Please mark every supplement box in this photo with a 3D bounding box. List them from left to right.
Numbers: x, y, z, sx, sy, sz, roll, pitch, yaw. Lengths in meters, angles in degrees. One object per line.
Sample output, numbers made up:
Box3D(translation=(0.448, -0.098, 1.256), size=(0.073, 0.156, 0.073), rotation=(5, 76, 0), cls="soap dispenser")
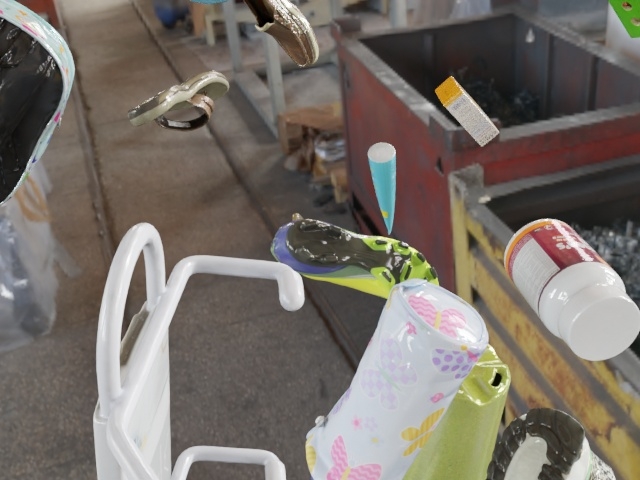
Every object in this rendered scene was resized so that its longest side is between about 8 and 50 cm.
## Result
Box3D(translation=(0.223, -0.197, 1.182), size=(0.036, 0.098, 0.062), rotation=(-40, 29, 17), cls="supplement box")

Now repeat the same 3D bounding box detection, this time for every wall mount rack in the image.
Box3D(translation=(-0.076, 0.177, 0.486), size=(0.130, 0.350, 0.304), rotation=(6, 32, 0), cls="wall mount rack")

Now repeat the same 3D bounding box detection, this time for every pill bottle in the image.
Box3D(translation=(0.354, 0.066, 1.102), size=(0.121, 0.121, 0.221), rotation=(-10, 28, -5), cls="pill bottle")

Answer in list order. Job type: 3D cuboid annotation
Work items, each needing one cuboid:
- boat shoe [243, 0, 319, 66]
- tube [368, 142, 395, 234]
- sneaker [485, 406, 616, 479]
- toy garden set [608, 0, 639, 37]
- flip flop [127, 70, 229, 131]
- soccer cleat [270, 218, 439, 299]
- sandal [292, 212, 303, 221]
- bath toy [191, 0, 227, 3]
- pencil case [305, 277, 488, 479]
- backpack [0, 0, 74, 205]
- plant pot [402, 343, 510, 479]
Box3D(translation=(-0.101, -0.466, 1.638), size=(0.095, 0.257, 0.095), rotation=(-2, 41, 50), cls="boat shoe")
Box3D(translation=(0.130, -0.106, 1.549), size=(0.052, 0.207, 0.080), rotation=(-2, 52, 9), cls="tube")
Box3D(translation=(0.277, 0.437, 1.013), size=(0.410, 0.182, 0.158), rotation=(-61, 25, -3), cls="sneaker")
Box3D(translation=(0.420, -0.329, 0.868), size=(0.049, 0.204, 0.244), rotation=(-55, 30, -14), cls="toy garden set")
Box3D(translation=(-0.233, -0.226, 1.332), size=(0.112, 0.080, 0.277), rotation=(-29, 9, 21), cls="flip flop")
Box3D(translation=(0.057, 0.036, 1.221), size=(0.289, 0.093, 0.121), rotation=(20, -17, -23), cls="soccer cleat")
Box3D(translation=(0.000, 0.000, 1.382), size=(0.049, 0.180, 0.072), rotation=(-27, 52, 15), cls="sandal")
Box3D(translation=(-0.192, -0.375, 0.796), size=(0.129, 0.151, 0.348), rotation=(8, 28, -44), cls="bath toy")
Box3D(translation=(0.082, 0.177, 0.886), size=(0.113, 0.273, 0.124), rotation=(2, 35, -43), cls="pencil case")
Box3D(translation=(-0.457, -0.203, 1.041), size=(0.225, 0.253, 0.191), rotation=(29, 23, -22), cls="backpack")
Box3D(translation=(0.185, 0.288, 1.265), size=(0.276, 0.254, 0.276), rotation=(11, 29, -6), cls="plant pot")
